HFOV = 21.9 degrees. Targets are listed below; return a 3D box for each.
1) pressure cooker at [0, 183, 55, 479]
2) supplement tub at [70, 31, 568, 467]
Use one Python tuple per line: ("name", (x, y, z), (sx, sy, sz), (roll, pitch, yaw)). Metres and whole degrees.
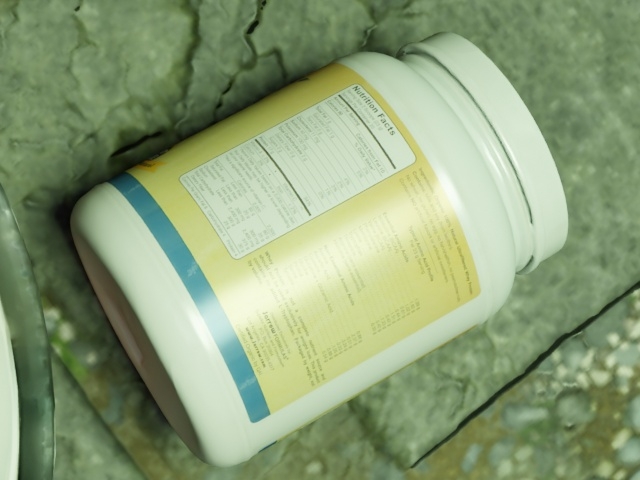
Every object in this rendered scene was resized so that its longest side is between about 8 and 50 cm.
("pressure cooker", (-0.291, 0.057, 0.517), (0.370, 0.420, 0.375), (-14, 95, -33))
("supplement tub", (0.000, 0.000, 0.776), (0.200, 0.144, 0.144), (-29, 101, -14))
